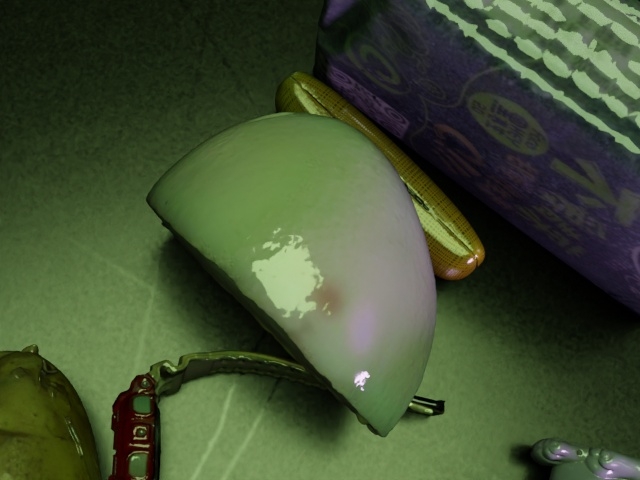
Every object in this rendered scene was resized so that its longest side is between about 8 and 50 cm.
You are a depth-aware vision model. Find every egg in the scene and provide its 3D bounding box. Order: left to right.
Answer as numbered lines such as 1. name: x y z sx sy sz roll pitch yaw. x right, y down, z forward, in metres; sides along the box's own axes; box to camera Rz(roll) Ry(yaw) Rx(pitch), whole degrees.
1. egg: -0.002 -0.005 0.785 0.162 0.206 0.271 -45 56 -7

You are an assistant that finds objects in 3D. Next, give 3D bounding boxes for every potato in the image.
1. potato: -0.221 0.226 0.741 0.140 0.173 0.300 -8 75 -2

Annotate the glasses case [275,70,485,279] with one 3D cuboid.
1. glasses case: 0.050 -0.056 0.900 0.064 0.079 0.234 -44 85 -9

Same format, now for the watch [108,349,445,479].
1. watch: -0.037 0.175 0.823 0.269 0.102 0.164 12 63 -7

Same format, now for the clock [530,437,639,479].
1. clock: 0.251 0.242 0.849 0.176 0.080 0.117 15 73 -3

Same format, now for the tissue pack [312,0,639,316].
1. tissue pack: 0.182 -0.096 0.820 0.394 0.288 0.124 37 81 3
